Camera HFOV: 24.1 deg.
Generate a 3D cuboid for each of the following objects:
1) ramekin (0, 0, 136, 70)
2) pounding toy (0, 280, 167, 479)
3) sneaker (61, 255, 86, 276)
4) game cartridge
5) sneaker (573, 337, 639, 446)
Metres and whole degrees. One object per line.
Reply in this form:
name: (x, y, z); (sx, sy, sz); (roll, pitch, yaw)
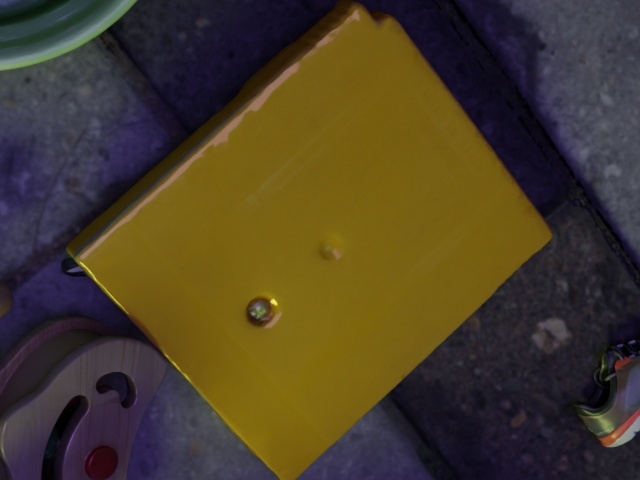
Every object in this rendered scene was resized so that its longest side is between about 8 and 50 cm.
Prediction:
ramekin: (-0.258, -0.280, 1.108); (0.303, 0.148, 0.303); (-2, 100, -13)
pounding toy: (-0.224, 0.140, 1.222); (0.154, 0.155, 0.269); (-23, 117, -35)
sneaker: (-0.167, -0.006, 1.236); (0.109, 0.040, 0.043); (-29, 90, -12)
game cartridge: (0.000, 0.000, 1.248); (0.324, 0.053, 0.285); (-43, 114, -7)
sneaker: (0.289, 0.111, 1.350); (0.065, 0.061, 0.158); (39, 88, -10)
